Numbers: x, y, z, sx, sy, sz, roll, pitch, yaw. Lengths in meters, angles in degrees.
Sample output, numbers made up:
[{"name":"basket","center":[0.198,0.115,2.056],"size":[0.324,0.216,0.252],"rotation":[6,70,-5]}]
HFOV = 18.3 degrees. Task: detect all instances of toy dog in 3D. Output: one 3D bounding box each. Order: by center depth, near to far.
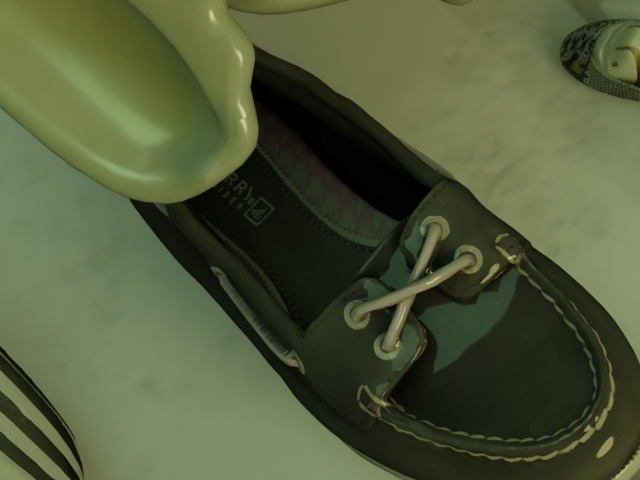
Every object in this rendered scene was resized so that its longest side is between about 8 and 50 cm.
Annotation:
[{"name":"toy dog","center":[-0.056,-0.249,0.876],"size":[0.395,0.408,0.284],"rotation":[26,119,10]}]

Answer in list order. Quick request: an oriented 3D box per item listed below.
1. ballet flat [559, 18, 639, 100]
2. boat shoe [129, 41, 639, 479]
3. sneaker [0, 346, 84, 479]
[{"name":"ballet flat","center":[0.154,-0.079,0.877],"size":[0.114,0.041,0.041],"rotation":[24,77,30]},{"name":"boat shoe","center":[0.000,0.000,0.837],"size":[0.112,0.095,0.335],"rotation":[-46,47,-6]},{"name":"sneaker","center":[-0.303,0.097,0.810],"size":[0.257,0.447,0.169],"rotation":[-104,35,-51]}]
